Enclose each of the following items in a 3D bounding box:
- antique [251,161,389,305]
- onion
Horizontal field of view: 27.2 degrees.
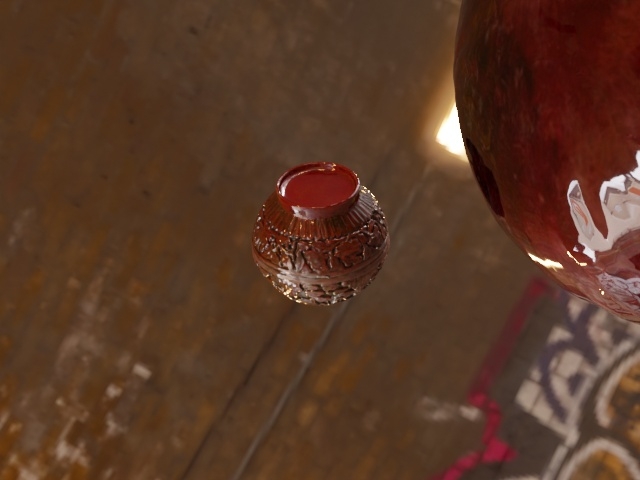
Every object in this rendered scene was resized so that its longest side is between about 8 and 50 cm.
[{"bbox_3d":[0.000,0.000,0.947,0.104,0.104,0.104,-45,-32,-38],"label":"antique"},{"bbox_3d":[0.176,-0.137,0.647,0.285,0.347,0.348,29,-95,-26],"label":"onion"}]
